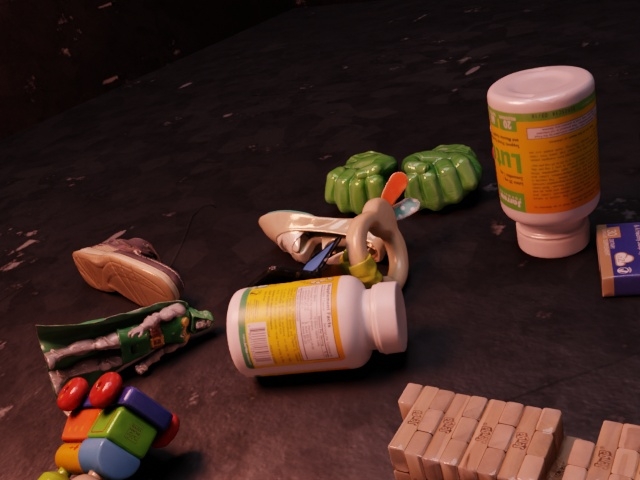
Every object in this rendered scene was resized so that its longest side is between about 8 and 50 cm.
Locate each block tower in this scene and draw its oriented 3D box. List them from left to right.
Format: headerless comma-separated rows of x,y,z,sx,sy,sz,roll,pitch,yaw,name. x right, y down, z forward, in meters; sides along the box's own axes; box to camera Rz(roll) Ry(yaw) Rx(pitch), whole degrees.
0.219,0.212,0.598,0.336,0.091,0.097,4,33,33,block tower

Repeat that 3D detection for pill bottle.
-0.001,0.106,0.872,0.208,0.117,0.117,-8,28,14,pill bottle
0.315,-0.104,0.966,0.136,0.245,0.136,-12,28,6,pill bottle

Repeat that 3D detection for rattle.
0.062,0.003,1.032,0.143,0.130,0.199,-38,36,47,rattle

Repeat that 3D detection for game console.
-0.042,0.038,0.950,0.107,0.122,0.071,9,64,-24,game console

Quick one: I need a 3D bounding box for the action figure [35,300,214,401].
-0.256,0.139,0.957,0.232,0.137,0.063,-18,41,-26,action figure

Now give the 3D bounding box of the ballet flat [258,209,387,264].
0.000,0.000,1.119,0.248,0.086,0.086,2,32,26,ballet flat

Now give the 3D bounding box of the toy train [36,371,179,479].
-0.283,0.244,0.802,0.248,0.105,0.143,-17,37,45,toy train

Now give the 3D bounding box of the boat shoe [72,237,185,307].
-0.312,0.042,1.163,0.285,0.102,0.092,6,39,45,boat shoe

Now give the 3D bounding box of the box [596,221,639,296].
0.478,0.018,0.890,0.225,0.036,0.136,-3,30,19,box

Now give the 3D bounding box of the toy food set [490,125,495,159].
0.345,-0.156,1.201,0.105,0.111,0.232,-4,28,45,toy food set

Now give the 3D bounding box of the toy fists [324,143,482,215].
0.143,-0.108,1.222,0.279,0.096,0.142,-2,31,20,toy fists
